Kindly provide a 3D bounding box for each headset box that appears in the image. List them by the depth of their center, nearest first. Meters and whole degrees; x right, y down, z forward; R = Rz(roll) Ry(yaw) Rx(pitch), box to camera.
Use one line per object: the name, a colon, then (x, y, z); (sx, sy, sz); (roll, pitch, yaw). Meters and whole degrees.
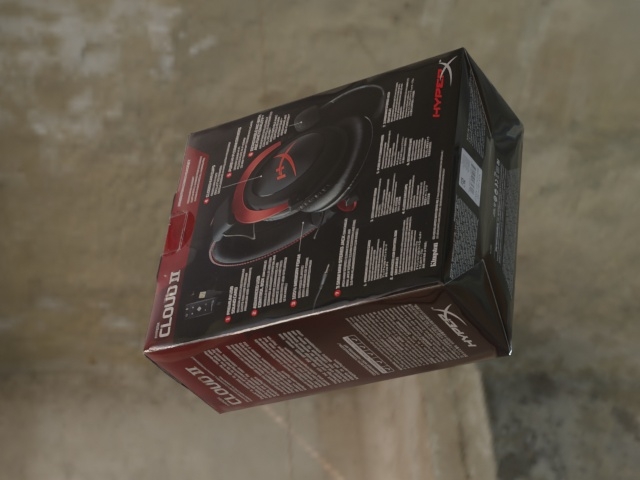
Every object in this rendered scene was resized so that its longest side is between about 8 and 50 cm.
headset box: (0.000, 0.000, 1.195); (0.293, 0.110, 0.218); (-15, -130, 29)
